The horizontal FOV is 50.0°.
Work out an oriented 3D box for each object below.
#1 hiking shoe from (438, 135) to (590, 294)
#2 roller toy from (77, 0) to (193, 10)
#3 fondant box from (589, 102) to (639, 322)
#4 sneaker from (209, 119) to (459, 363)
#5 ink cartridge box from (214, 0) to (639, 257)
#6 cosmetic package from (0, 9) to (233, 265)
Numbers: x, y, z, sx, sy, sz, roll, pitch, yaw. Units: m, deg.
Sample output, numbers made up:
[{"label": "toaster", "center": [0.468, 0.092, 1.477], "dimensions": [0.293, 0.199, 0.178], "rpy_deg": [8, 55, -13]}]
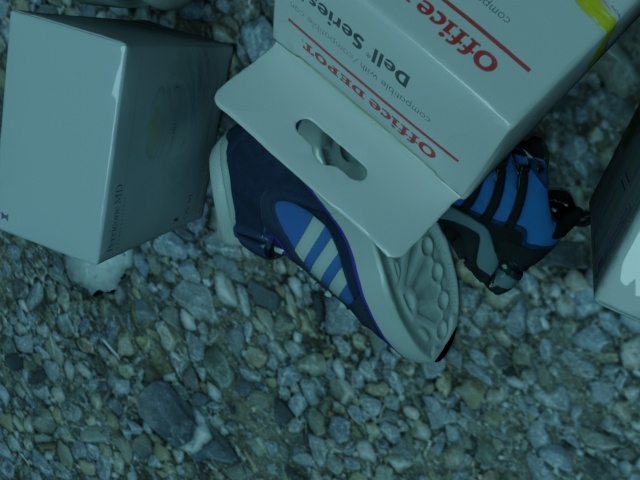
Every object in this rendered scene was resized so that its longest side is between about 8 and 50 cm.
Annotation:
[{"label": "hiking shoe", "center": [0.141, -0.073, 0.654], "dimensions": [0.132, 0.113, 0.304], "rpy_deg": [-39, 132, 14]}, {"label": "roller toy", "center": [-0.194, -0.342, 0.713], "dimensions": [0.146, 0.209, 0.191], "rpy_deg": [11, 146, 18]}, {"label": "fondant box", "center": [0.299, -0.085, 0.517], "dimensions": [0.096, 0.330, 0.238], "rpy_deg": [25, 111, 12]}, {"label": "sneaker", "center": [0.000, 0.000, 0.787], "dimensions": [0.236, 0.130, 0.322], "rpy_deg": [-4, 125, 46]}, {"label": "ink cartridge box", "center": [0.107, -0.181, 0.511], "dimensions": [0.207, 0.119, 0.353], "rpy_deg": [42, 72, 10]}, {"label": "cosmetic package", "center": [-0.221, -0.122, 0.760], "dimensions": [0.138, 0.225, 0.224], "rpy_deg": [19, 110, 15]}]
